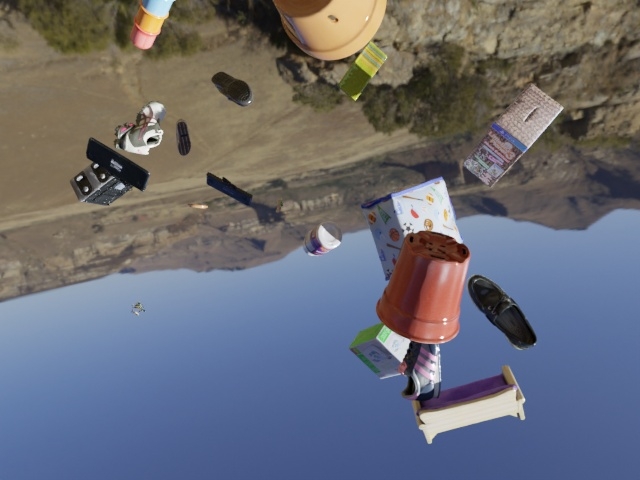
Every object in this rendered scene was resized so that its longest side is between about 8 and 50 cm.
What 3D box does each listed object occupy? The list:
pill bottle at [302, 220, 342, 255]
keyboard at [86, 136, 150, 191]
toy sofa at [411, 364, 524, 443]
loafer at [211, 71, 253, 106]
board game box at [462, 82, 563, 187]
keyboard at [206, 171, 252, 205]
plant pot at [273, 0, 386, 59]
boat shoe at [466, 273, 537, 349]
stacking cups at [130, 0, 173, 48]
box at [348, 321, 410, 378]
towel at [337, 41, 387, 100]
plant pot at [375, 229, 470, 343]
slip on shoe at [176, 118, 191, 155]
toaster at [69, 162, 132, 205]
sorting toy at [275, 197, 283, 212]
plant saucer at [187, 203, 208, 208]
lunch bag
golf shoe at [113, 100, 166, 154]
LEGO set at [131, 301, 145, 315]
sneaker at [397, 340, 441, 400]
[{"bbox_3d":[0.000,0.000,1.977,0.108,0.108,0.193,-13,171,-26],"label":"pill bottle"},{"bbox_3d":[-0.574,-0.213,1.433,0.100,0.192,0.038,-54,-174,36],"label":"keyboard"},{"bbox_3d":[0.500,0.550,1.738,0.362,0.177,0.150,-19,-148,9],"label":"toy sofa"},{"bbox_3d":[-0.316,-0.553,1.867,0.080,0.220,0.078,-41,149,-9],"label":"loafer"},{"bbox_3d":[0.679,-0.368,1.802,0.232,0.141,0.291,-45,170,-19],"label":"board game box"},{"bbox_3d":[-0.327,-0.191,1.806,0.180,0.023,0.108,27,157,-3],"label":"keyboard"},{"bbox_3d":[0.004,-0.633,1.278,0.290,0.291,0.203,-10,180,22],"label":"plant pot"},{"bbox_3d":[0.682,0.266,1.877,0.127,0.340,0.113,-33,176,-5],"label":"boat shoe"},{"bbox_3d":[-0.435,-0.648,1.357,0.096,0.096,0.316,-14,159,-42],"label":"stacking cups"},{"bbox_3d":[0.303,0.517,2.376,0.127,0.231,0.262,-48,-174,-35],"label":"box"},{"bbox_3d":[0.176,-0.714,2.117,0.237,0.102,0.021,-54,-172,-3],"label":"towel"},{"bbox_3d":[0.329,0.128,1.557,0.272,0.265,0.272,7,-153,-4],"label":"plant pot"},{"bbox_3d":[-0.503,-0.378,1.833,0.051,0.135,0.041,-13,-143,-17],"label":"slip on shoe"},{"bbox_3d":[-0.755,-0.210,1.777,0.168,0.110,0.185,-34,172,8],"label":"toaster"},{"bbox_3d":[-0.170,-0.146,2.110,0.012,0.062,0.083,16,-174,-17],"label":"sorting toy"},{"bbox_3d":[-0.505,-0.140,2.069,0.083,0.013,0.083,7,-178,0],"label":"plant saucer"},{"bbox_3d":[0.384,-0.056,1.962,0.385,0.328,0.239,-22,-174,-35],"label":"lunch bag"},{"bbox_3d":[-0.579,-0.372,1.697,0.120,0.105,0.273,24,-135,-1],"label":"golf shoe"},{"bbox_3d":[-0.698,0.256,1.923,0.083,0.054,0.023,-24,-147,35],"label":"LEGO set"},{"bbox_3d":[0.322,0.393,1.677,0.131,0.319,0.112,-8,-169,-8],"label":"sneaker"}]
